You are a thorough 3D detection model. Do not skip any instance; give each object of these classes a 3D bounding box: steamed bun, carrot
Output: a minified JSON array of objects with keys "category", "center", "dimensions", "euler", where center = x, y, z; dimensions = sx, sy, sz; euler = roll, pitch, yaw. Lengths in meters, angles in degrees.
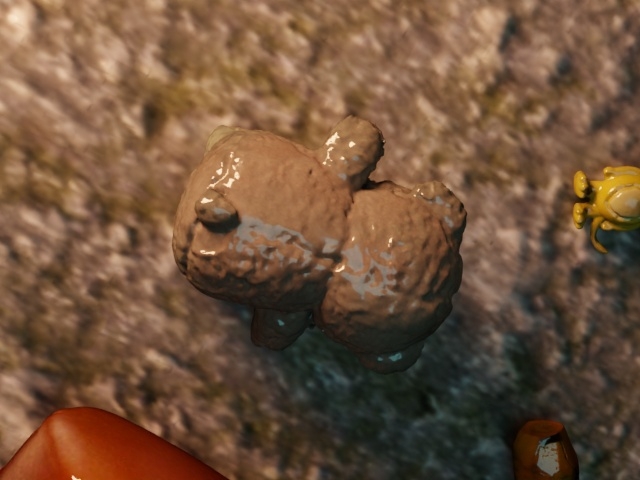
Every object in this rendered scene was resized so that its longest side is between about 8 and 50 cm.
[{"category":"steamed bun","center":[-0.149,0.339,1.066],"dimensions":[0.379,0.248,0.235],"euler":[36,96,-19]},{"category":"carrot","center":[0.242,0.319,1.238],"dimensions":[0.070,0.070,0.260],"euler":[-6,107,-10]}]

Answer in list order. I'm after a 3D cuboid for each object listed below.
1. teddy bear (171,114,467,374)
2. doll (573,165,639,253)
[{"category":"teddy bear","center":[-0.001,0.000,1.054],"dimensions":[0.267,0.151,0.236],"euler":[16,103,-14]},{"category":"doll","center":[0.353,-0.028,1.155],"dimensions":[0.188,0.096,0.145],"euler":[-22,101,5]}]
